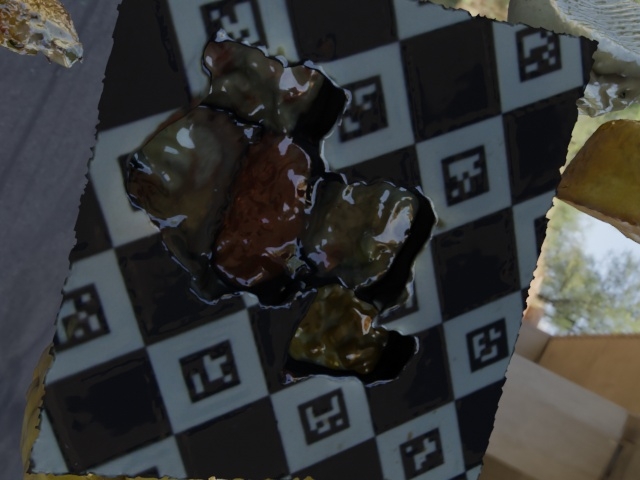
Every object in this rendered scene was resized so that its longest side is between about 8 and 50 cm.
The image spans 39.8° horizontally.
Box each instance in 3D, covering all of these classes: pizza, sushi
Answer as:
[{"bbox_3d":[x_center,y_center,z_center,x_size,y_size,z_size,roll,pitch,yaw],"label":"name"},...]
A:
[{"bbox_3d":[-0.334,-0.252,0.866,0.069,0.226,0.147,-44,-151,21],"label":"pizza"},{"bbox_3d":[0.000,0.000,0.509,0.059,0.292,0.294,38,-63,60],"label":"sushi"}]

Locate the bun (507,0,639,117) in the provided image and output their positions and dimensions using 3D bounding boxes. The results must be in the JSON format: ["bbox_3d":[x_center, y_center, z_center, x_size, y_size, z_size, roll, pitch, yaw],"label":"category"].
[{"bbox_3d":[0.325,-0.234,1.105,0.133,0.231,0.231,-59,177,38],"label":"bun"}]

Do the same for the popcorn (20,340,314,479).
[{"bbox_3d":[-0.099,0.181,0.836,0.354,0.344,0.390,-54,-157,-2],"label":"popcorn"}]

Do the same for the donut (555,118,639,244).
[{"bbox_3d":[0.375,-0.034,0.907,0.108,0.277,0.277,-65,173,4],"label":"donut"}]
